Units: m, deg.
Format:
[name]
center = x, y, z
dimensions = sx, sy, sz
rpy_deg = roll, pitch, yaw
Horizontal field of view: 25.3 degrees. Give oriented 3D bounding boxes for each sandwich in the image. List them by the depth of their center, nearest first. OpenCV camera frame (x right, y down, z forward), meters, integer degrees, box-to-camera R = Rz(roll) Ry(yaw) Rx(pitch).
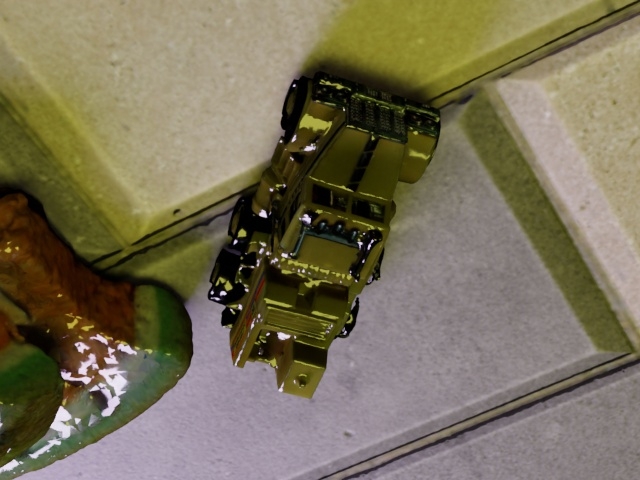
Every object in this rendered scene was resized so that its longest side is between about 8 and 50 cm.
[sandwich]
center = -0.262, 0.083, 1.160
dimensions = 0.250, 0.162, 0.301
rpy_deg = -26, 127, 13

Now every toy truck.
[toy truck]
center = 0.001, -0.004, 1.124
dimensions = 0.127, 0.127, 0.257
rpy_deg = 16, 122, -12
